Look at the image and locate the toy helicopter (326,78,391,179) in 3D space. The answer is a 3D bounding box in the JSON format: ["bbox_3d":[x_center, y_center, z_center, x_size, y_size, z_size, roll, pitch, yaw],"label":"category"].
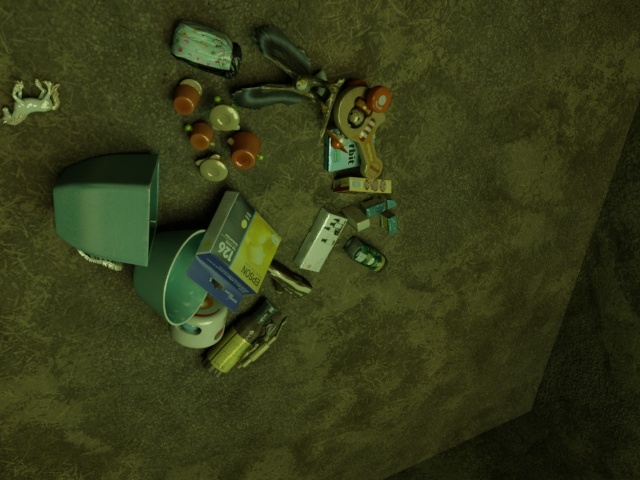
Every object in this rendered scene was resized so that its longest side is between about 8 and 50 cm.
[{"bbox_3d":[0.128,-0.338,1.822,0.235,0.140,0.355,-39,134,-19],"label":"toy helicopter"}]

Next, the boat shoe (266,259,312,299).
[{"bbox_3d":[-0.136,0.161,2.067,0.095,0.095,0.257,-46,132,10],"label":"boat shoe"}]

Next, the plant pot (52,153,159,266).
[{"bbox_3d":[-0.591,-0.099,1.525,0.252,0.248,0.247,5,118,-13],"label":"plant pot"}]

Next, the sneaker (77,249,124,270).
[{"bbox_3d":[-0.662,0.032,1.679,0.075,0.063,0.170,-50,136,7],"label":"sneaker"}]

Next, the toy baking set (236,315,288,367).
[{"bbox_3d":[-0.226,0.384,2.105,0.256,0.197,0.030,-41,102,2],"label":"toy baking set"}]

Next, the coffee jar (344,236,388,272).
[{"bbox_3d":[0.186,0.061,2.196,0.184,0.096,0.079,29,104,-41],"label":"coffee jar"}]

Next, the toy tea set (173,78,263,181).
[{"bbox_3d":[-0.307,-0.340,1.646,0.200,0.124,0.336,-10,134,10],"label":"toy tea set"}]

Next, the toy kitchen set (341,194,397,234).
[{"bbox_3d":[0.206,-0.063,2.108,0.207,0.122,0.166,-23,129,-17],"label":"toy kitchen set"}]

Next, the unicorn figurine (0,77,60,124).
[{"bbox_3d":[-0.738,-0.348,1.384,0.162,0.060,0.111,-9,123,-27],"label":"unicorn figurine"}]

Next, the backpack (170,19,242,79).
[{"bbox_3d":[-0.312,-0.519,1.493,0.182,0.152,0.115,12,107,-23],"label":"backpack"}]

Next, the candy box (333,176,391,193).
[{"bbox_3d":[0.152,-0.196,1.992,0.187,0.109,0.053,-1,91,-31],"label":"candy box"}]

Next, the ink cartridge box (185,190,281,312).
[{"bbox_3d":[-0.272,0.046,1.799,0.303,0.072,0.307,52,51,-52],"label":"ink cartridge box"}]

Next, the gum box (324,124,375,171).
[{"bbox_3d":[0.102,-0.333,1.923,0.184,0.041,0.156,-14,125,-23],"label":"gum box"}]

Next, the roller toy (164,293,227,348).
[{"bbox_3d":[-0.416,0.258,1.885,0.209,0.191,0.146,-8,128,-34],"label":"roller toy"}]

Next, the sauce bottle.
[{"bbox_3d":[-0.299,0.367,2.087,0.344,0.111,0.111,-45,132,3],"label":"sauce bottle"}]

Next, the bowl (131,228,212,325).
[{"bbox_3d":[-0.470,0.094,1.719,0.311,0.163,0.311,16,90,-77],"label":"bowl"}]

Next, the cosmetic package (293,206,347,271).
[{"bbox_3d":[0.000,0.000,2.065,0.099,0.060,0.239,16,110,-37],"label":"cosmetic package"}]

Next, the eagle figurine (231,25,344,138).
[{"bbox_3d":[-0.088,-0.478,1.646,0.298,0.225,0.226,19,66,-8],"label":"eagle figurine"}]
